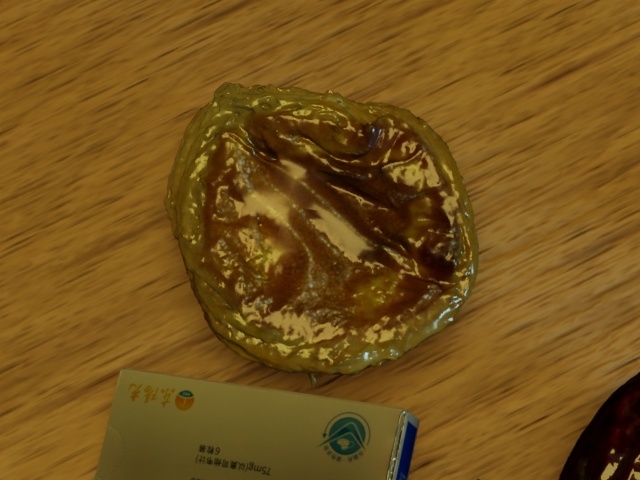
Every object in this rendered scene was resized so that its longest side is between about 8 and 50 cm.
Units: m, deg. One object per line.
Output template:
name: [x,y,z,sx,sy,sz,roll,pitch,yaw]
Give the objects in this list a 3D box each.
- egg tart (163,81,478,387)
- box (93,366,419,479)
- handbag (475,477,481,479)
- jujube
egg tart: [0.000,0.000,1.886,0.351,0.153,0.340,1,74,3]
box: [-0.077,0.257,1.813,0.343,0.065,0.200,6,73,22]
handbag: [0.120,0.442,1.775,0.315,0.109,0.253,-35,70,-13]
jujube: [0.348,0.258,1.781,0.183,0.183,0.243,27,87,10]
